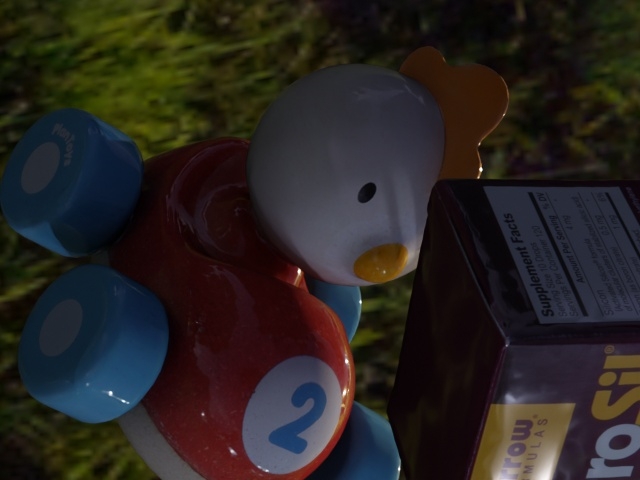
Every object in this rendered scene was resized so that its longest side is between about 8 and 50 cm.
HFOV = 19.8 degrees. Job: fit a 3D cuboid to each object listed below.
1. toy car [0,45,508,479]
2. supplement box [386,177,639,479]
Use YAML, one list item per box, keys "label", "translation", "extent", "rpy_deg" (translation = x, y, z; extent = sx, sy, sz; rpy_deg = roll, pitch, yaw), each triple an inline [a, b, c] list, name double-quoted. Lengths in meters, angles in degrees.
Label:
- label: "toy car"
  translation: [0.000, 0.000, 0.927]
  extent: [0.219, 0.238, 0.210]
  rpy_deg: [31, 33, -40]
- label: "supplement box"
  translation: [0.127, 0.042, 0.611]
  extent: [0.081, 0.188, 0.104]
  rpy_deg: [-108, -158, -49]
